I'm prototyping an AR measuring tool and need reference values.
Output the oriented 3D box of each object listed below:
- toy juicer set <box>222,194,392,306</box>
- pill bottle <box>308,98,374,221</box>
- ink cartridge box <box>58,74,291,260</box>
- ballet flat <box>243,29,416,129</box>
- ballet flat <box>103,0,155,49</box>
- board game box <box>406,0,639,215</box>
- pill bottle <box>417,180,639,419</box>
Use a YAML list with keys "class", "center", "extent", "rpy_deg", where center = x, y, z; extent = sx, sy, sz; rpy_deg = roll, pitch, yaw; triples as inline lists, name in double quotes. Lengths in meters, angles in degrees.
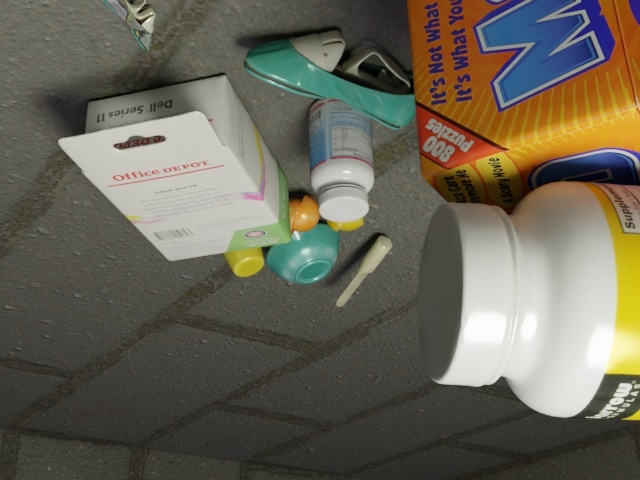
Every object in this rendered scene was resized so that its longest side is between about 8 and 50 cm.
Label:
- class: "toy juicer set"
  center: [0.000, 0.000, 1.499]
  extent: [0.209, 0.089, 0.329]
  rpy_deg: [-40, 144, 22]
- class: "pill bottle"
  center: [0.028, -0.110, 1.187]
  extent: [0.087, 0.160, 0.087]
  rpy_deg: [-1, 152, -1]
- class: "ink cartridge box"
  center: [-0.187, -0.107, 1.222]
  extent: [0.207, 0.119, 0.353]
  rpy_deg: [-9, 152, 12]
- class: "ballet flat"
  center: [0.026, -0.214, 1.097]
  extent: [0.247, 0.083, 0.087]
  rpy_deg: [15, 124, -30]
- class: "ballet flat"
  center: [-0.213, -0.262, 1.017]
  extent: [0.041, 0.041, 0.114]
  rpy_deg: [-11, 152, 16]
- class: "board game box"
  center: [0.320, -0.186, 0.848]
  extent: [0.356, 0.356, 0.356]
  rpy_deg: [-17, 148, 28]
- class: "pill bottle"
  center: [0.256, 0.050, 0.707]
  extent: [0.334, 0.188, 0.188]
  rpy_deg: [3, 152, -7]
